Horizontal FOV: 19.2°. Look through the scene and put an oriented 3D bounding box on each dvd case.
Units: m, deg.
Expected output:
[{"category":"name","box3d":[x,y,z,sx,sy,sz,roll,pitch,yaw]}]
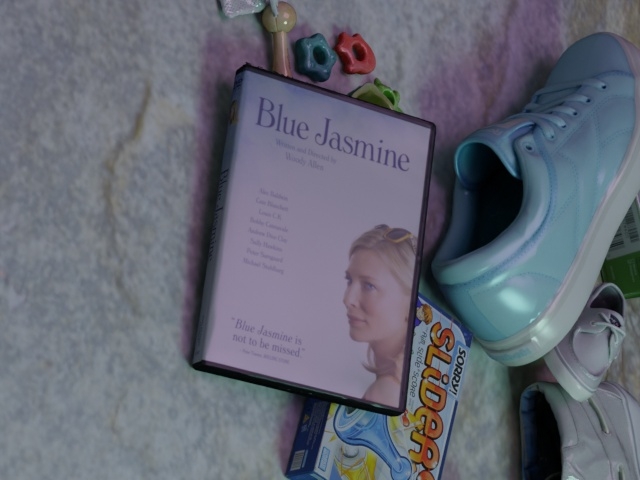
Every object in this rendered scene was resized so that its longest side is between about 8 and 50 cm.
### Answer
[{"category":"dvd case","box3d":[0.000,0.000,1.506,0.180,0.022,0.253,15,69,-23]}]

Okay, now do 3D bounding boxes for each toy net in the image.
[{"category":"toy net","box3d":[-0.002,-0.171,1.591,0.232,0.045,0.122,53,47,-19]}]

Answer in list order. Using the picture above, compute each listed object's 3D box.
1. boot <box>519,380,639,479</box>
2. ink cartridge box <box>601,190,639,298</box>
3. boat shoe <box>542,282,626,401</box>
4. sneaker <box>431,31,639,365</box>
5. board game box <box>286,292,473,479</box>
[{"category":"boot","box3d":[0.236,0.249,1.680,0.123,0.095,0.258,7,64,-38]},{"category":"ink cartridge box","box3d":[0.358,-0.005,1.895,0.209,0.062,0.109,-4,80,-47]},{"category":"boat shoe","box3d":[0.245,0.086,1.701,0.066,0.063,0.184,50,22,0]},{"category":"sneaker","box3d":[0.199,-0.074,1.701,0.150,0.135,0.366,46,49,-32]},{"category":"board game box","box3d":[0.052,0.132,1.556,0.136,0.035,0.201,36,54,-32]}]
